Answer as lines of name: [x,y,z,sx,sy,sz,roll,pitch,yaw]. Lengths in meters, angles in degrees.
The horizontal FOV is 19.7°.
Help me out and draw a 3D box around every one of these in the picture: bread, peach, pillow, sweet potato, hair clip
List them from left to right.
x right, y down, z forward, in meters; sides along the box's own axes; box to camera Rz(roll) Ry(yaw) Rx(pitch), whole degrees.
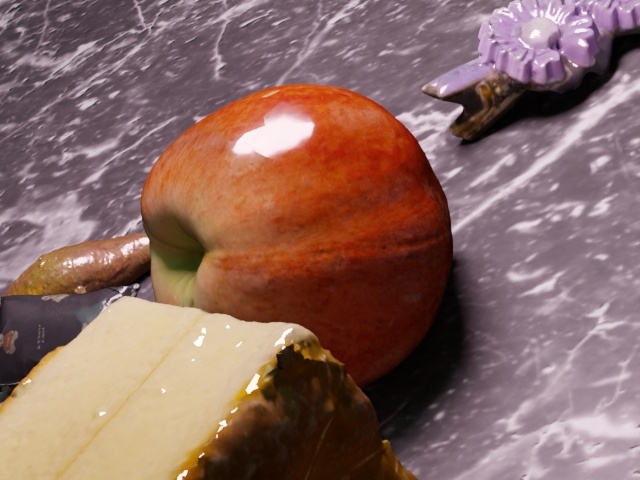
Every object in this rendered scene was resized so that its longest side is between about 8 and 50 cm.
pillow: [-0.222,0.085,1.561,0.150,0.048,0.090,-6,80,30]
sweet potato: [-0.205,0.027,1.632,0.226,0.068,0.068,-29,30,0]
bread: [-0.080,0.218,1.024,0.207,0.279,0.279,3,46,45]
peach: [0.000,0.000,1.358,0.256,0.232,0.232,-6,19,-29]
hair clip: [0.220,-0.180,1.580,0.292,0.084,0.106,-34,48,-16]
